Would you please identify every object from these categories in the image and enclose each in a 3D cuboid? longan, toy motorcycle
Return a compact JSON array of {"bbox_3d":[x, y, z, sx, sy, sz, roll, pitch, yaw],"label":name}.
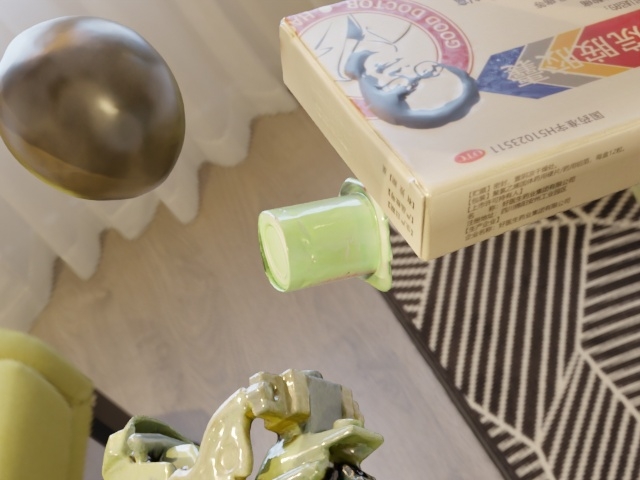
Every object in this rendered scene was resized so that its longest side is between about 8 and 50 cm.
[{"bbox_3d":[-0.249,-0.143,1.135,0.220,0.196,0.196,40,79,6],"label":"longan"},{"bbox_3d":[-0.099,0.267,1.057,0.410,0.168,0.237,-22,58,33],"label":"toy motorcycle"}]

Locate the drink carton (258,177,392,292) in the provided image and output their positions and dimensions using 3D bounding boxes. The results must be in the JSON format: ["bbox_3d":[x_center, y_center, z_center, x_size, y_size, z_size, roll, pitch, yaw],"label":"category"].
[{"bbox_3d":[0.000,0.000,1.408,0.142,0.144,0.146,-10,14,-21],"label":"drink carton"}]

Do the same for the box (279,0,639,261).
[{"bbox_3d":[0.173,-0.125,0.753,0.353,0.069,0.214,-20,47,-16],"label":"box"}]
